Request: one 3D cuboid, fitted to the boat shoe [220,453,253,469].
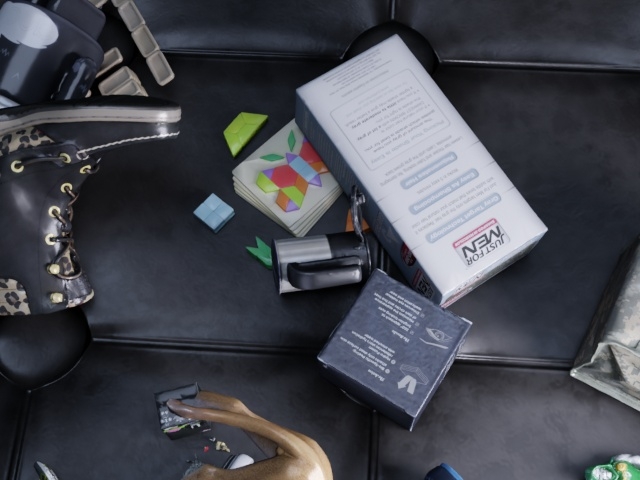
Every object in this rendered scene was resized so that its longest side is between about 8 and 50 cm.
[{"bbox_3d":[-0.177,0.371,1.258,0.076,0.080,0.229,31,79,12],"label":"boat shoe"}]

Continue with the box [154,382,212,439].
[{"bbox_3d":[-0.188,0.235,1.307,0.062,0.083,0.052,-14,69,-4],"label":"box"}]

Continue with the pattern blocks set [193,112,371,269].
[{"bbox_3d":[-0.028,-0.108,1.478,0.285,0.026,0.325,28,71,13],"label":"pattern blocks set"}]

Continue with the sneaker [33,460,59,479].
[{"bbox_3d":[-0.372,0.339,1.298,0.035,0.031,0.083,-37,71,-12],"label":"sneaker"}]

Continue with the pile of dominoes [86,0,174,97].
[{"bbox_3d":[-0.353,-0.285,1.556,0.196,0.040,0.251,-33,66,7],"label":"pile of dominoes"}]

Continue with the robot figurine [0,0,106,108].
[{"bbox_3d":[-0.440,-0.255,1.464,0.173,0.209,0.278,27,82,-13],"label":"robot figurine"}]

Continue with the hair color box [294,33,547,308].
[{"bbox_3d":[0.138,-0.100,1.403,0.185,0.114,0.375,-31,74,-13],"label":"hair color box"}]

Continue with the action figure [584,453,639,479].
[{"bbox_3d":[0.464,0.328,1.255,0.232,0.063,0.137,8,57,2],"label":"action figure"}]

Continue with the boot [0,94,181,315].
[{"bbox_3d":[-0.364,-0.051,1.336,0.377,0.138,0.284,-7,102,2],"label":"boot"}]

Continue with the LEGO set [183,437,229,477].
[{"bbox_3d":[-0.161,0.309,1.307,0.054,0.023,0.083,16,69,9],"label":"LEGO set"}]

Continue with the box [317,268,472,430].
[{"bbox_3d":[0.102,0.152,1.326,0.156,0.093,0.158,30,70,13],"label":"box"}]

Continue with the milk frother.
[{"bbox_3d":[0.000,0.000,1.356,0.134,0.129,0.143,-7,89,-10],"label":"milk frother"}]

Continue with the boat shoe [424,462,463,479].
[{"bbox_3d":[0.201,0.410,1.209,0.089,0.109,0.258,-31,67,-7],"label":"boat shoe"}]

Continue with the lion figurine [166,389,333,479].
[{"bbox_3d":[-0.028,0.335,1.134,0.240,0.392,0.142,4,44,28],"label":"lion figurine"}]

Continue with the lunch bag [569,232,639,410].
[{"bbox_3d":[0.521,0.135,1.280,0.287,0.169,0.235,28,65,8],"label":"lunch bag"}]
